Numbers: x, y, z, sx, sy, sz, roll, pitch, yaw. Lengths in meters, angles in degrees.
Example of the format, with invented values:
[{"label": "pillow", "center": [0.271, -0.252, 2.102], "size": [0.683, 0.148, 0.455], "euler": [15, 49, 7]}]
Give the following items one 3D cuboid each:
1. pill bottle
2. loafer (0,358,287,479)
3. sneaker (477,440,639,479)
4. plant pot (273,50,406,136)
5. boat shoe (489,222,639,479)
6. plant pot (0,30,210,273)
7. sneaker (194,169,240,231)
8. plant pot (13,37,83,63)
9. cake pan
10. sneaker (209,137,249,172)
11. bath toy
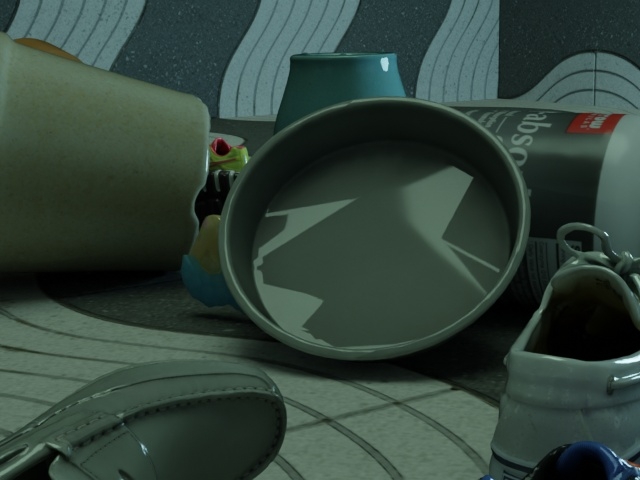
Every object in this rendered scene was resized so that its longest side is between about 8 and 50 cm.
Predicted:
[{"label": "pill bottle", "center": [0.252, -0.031, 1.118], "size": [0.363, 0.210, 0.210], "euler": [5, 13, 29]}, {"label": "loafer", "center": [-0.138, 0.148, 0.565], "size": [0.320, 0.112, 0.111], "euler": [-20, 26, -37]}, {"label": "sneaker", "center": [0.161, 0.147, 0.568], "size": [0.221, 0.087, 0.083], "euler": [-10, 15, -35]}, {"label": "plant pot", "center": [0.043, -0.195, 1.827], "size": [0.272, 0.255, 0.271], "euler": [-1, 11, 0]}, {"label": "boat shoe", "center": [0.213, 0.062, 0.799], "size": [0.136, 0.156, 0.367], "euler": [6, 14, 30]}, {"label": "plant pot", "center": [-0.303, -0.090, 1.297], "size": [0.306, 0.333, 0.334], "euler": [7, 9, -16]}, {"label": "sneaker", "center": [-0.151, -0.057, 1.557], "size": [0.282, 0.106, 0.162], "euler": [4, 10, 25]}, {"label": "plant pot", "center": [-0.406, -0.144, 1.651], "size": [0.204, 0.290, 0.291], "euler": [24, 22, 25]}, {"label": "cake pan", "center": [0.050, -0.008, 1.010], "size": [0.293, 0.293, 0.054], "euler": [2, -32, 13]}, {"label": "sneaker", "center": [-0.200, -0.151, 2.036], "size": [0.209, 0.094, 0.081], "euler": [8, 16, 43]}, {"label": "bath toy", "center": [0.000, 0.000, 1.232], "size": [0.129, 0.151, 0.348], "euler": [-36, -12, 36]}]
